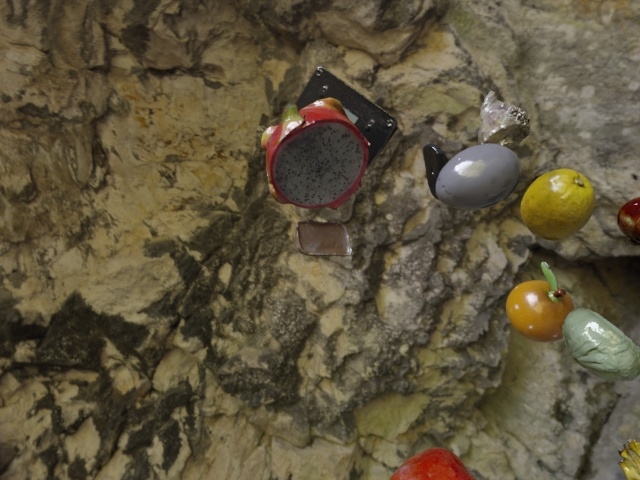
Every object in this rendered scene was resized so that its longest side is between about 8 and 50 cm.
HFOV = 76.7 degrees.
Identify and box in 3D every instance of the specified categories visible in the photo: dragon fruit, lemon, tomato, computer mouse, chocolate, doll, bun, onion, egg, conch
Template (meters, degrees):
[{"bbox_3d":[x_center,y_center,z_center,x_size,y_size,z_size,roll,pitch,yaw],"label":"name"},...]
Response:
[{"bbox_3d":[-0.026,-0.252,1.140,0.306,0.225,0.305,-9,-49,-10],"label":"dragon fruit"},{"bbox_3d":[0.639,-0.094,1.099,0.170,0.170,0.207,-27,-33,-30],"label":"lemon"},{"bbox_3d":[0.195,0.446,0.716,0.174,0.166,0.082,-26,-64,-8],"label":"tomato"},{"bbox_3d":[0.546,-0.320,1.847,0.086,0.137,0.269,-21,-66,-10],"label":"computer mouse"},{"bbox_3d":[0.001,0.000,1.727,0.261,0.083,0.161,5,-110,-27],"label":"chocolate"},{"bbox_3d":[0.732,0.215,1.330,0.213,0.213,0.236,-32,-32,-26],"label":"doll"},{"bbox_3d":[0.665,0.258,0.969,0.118,0.195,0.195,-49,-43,12],"label":"bun"},{"bbox_3d":[0.665,-0.038,0.820,0.117,0.119,0.118,13,-78,-57],"label":"onion"},{"bbox_3d":[0.363,-0.144,0.936,0.199,0.146,0.146,-21,-53,-6],"label":"egg"},{"bbox_3d":[0.573,-0.367,1.292,0.178,0.163,0.245,57,-155,-66],"label":"conch"}]

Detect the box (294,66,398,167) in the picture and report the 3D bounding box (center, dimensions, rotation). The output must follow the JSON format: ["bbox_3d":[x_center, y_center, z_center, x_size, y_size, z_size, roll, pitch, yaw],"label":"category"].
[{"bbox_3d":[0.079,-0.421,1.404,0.211,0.350,0.058,-56,-12,20],"label":"box"}]

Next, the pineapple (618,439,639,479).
[{"bbox_3d":[0.633,0.445,0.705,0.076,0.225,0.224,-19,-53,-2],"label":"pineapple"}]
